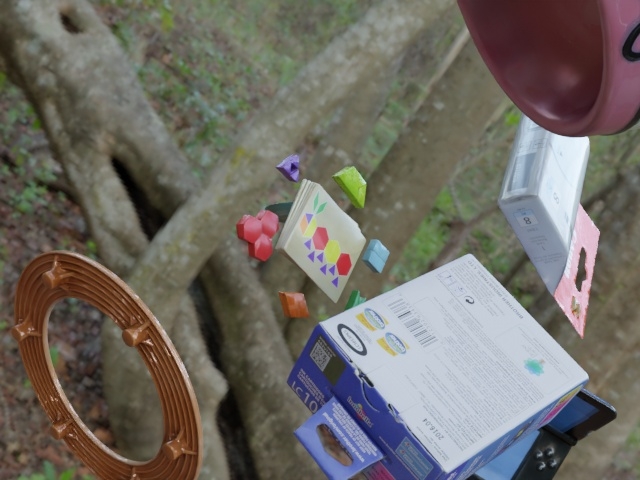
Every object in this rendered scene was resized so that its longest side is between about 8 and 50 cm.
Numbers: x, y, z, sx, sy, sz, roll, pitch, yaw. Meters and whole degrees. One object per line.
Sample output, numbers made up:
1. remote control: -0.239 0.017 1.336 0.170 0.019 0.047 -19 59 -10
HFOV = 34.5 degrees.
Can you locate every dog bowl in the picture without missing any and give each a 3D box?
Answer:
1. dog bowl: 0.265 -0.287 1.070 0.408 0.150 0.408 157 -90 -80

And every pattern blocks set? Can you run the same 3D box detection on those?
1. pattern blocks set: 0.000 0.000 1.727 0.026 0.285 0.325 4 -40 41

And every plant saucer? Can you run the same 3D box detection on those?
1. plant saucer: -0.041 -0.048 1.858 0.119 0.021 0.119 -2 -10 0

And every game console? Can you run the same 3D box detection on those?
1. game console: 0.306 0.312 1.762 0.293 0.250 0.173 31 1 2

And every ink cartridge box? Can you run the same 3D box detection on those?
1. ink cartridge box: 0.146 0.206 1.459 0.395 0.151 0.270 -21 59 -41
2. ink cartridge box: 0.481 -0.050 1.979 0.385 0.091 0.308 52 41 -31

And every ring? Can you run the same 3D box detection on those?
1. ring: -0.265 0.171 1.218 0.336 0.337 0.032 39 43 22
